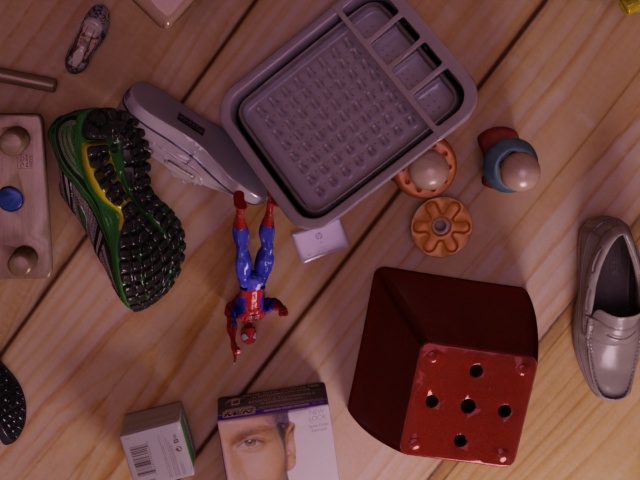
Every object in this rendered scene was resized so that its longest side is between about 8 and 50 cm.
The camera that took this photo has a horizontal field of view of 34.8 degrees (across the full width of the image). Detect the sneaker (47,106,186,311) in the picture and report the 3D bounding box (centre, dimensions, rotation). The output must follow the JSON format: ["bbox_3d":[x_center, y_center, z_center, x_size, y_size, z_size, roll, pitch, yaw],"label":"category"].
[{"bbox_3d":[-0.312,-0.048,1.566,0.134,0.146,0.344,-34,124,-39],"label":"sneaker"}]

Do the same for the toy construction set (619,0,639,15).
[{"bbox_3d":[0.508,-0.463,1.527,0.327,0.151,0.215,-22,105,11],"label":"toy construction set"}]

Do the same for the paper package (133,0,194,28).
[{"bbox_3d":[-0.225,-0.514,1.426,0.309,0.168,0.325,-45,104,6],"label":"paper package"}]

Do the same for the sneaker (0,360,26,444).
[{"bbox_3d":[-0.558,0.224,1.632,0.097,0.084,0.235,-18,105,24],"label":"sneaker"}]

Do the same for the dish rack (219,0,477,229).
[{"bbox_3d":[0.042,-0.195,1.525,0.332,0.072,0.286,-37,68,4],"label":"dish rack"}]

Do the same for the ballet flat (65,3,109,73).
[{"bbox_3d":[-0.349,-0.300,1.531,0.041,0.041,0.114,27,99,-11],"label":"ballet flat"}]

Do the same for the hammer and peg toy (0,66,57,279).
[{"bbox_3d":[-0.529,-0.115,1.512,0.265,0.127,0.362,0,104,-5],"label":"hammer and peg toy"}]

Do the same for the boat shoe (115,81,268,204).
[{"bbox_3d":[-0.198,-0.130,1.564,0.267,0.096,0.088,33,127,-18],"label":"boat shoe"}]

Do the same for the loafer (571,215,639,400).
[{"bbox_3d":[0.475,0.121,1.674,0.112,0.111,0.320,-9,104,-3],"label":"loafer"}]

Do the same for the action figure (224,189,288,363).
[{"bbox_3d":[-0.097,0.073,1.569,0.091,0.139,0.280,-5,130,-15],"label":"action figure"}]

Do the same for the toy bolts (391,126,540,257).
[{"bbox_3d":[0.232,-0.076,1.579,0.228,0.158,0.218,-14,105,-2],"label":"toy bolts"}]

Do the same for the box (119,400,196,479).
[{"bbox_3d":[-0.264,0.334,1.668,0.101,0.087,0.101,-14,105,-3],"label":"box"}]

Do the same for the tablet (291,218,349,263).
[{"bbox_3d":[0.000,0.000,1.654,0.083,0.006,0.054,-20,104,-1],"label":"tablet"}]

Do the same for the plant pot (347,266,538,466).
[{"bbox_3d":[0.208,0.216,1.609,0.267,0.236,0.267,9,103,-8],"label":"plant pot"}]

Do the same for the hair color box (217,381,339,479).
[{"bbox_3d":[-0.058,0.421,1.701,0.185,0.110,0.339,-9,103,-2],"label":"hair color box"}]
